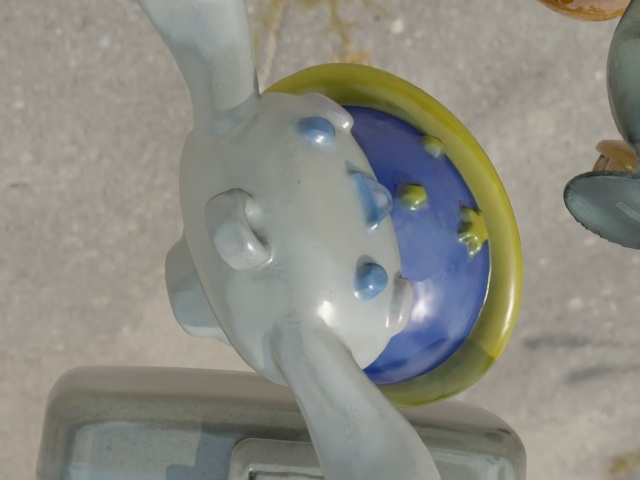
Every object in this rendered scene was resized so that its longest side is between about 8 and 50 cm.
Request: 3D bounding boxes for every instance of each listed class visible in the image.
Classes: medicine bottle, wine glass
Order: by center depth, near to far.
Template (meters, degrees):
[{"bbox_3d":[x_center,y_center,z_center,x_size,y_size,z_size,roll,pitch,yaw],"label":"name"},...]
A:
[{"bbox_3d":[0.220,-0.100,1.053,0.093,0.202,0.093,18,158,8],"label":"wine glass"},{"bbox_3d":[-0.034,0.171,1.361,0.375,0.123,0.282,7,-178,-7],"label":"medicine bottle"}]

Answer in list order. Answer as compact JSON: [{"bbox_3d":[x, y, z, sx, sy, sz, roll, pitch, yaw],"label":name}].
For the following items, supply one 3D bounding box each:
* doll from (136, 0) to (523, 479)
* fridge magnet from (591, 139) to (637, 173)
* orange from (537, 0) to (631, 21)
[{"bbox_3d":[-0.020,-0.021,0.867,0.159,0.242,0.311,-19,102,36],"label":"doll"},{"bbox_3d":[0.329,-0.055,1.663,0.143,0.143,0.063,23,100,-38],"label":"fridge magnet"},{"bbox_3d":[0.199,-0.244,1.290,0.159,0.159,0.136,21,120,-36],"label":"orange"}]
